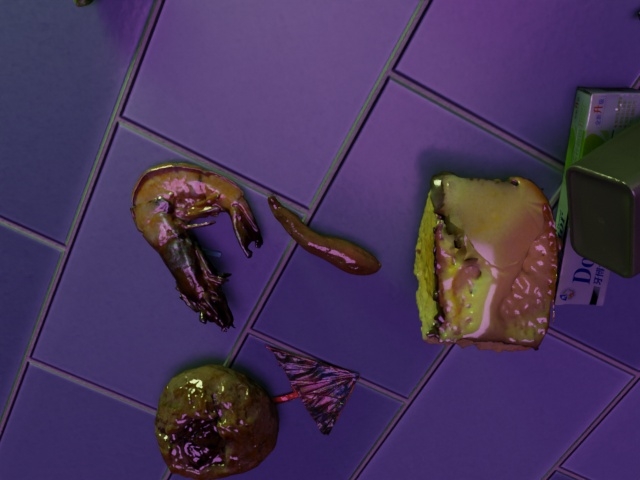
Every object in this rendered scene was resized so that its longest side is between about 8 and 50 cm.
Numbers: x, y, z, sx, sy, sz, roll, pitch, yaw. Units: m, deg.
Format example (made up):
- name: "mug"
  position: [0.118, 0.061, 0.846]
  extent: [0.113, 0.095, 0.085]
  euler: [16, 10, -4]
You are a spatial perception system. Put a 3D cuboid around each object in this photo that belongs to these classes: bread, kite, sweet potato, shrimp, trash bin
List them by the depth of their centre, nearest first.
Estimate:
- name: "trash bin"
  position: [0.459, -0.076, 0.765]
  extent: [0.240, 0.122, 0.164]
  euler: [-30, 124, -13]
- name: "bread"
  position: [0.250, 0.033, 0.872]
  extent: [0.204, 0.162, 0.262]
  euler: [5, 91, 1]
- name: "shrimp"
  position: [-0.175, 0.002, 0.917]
  extent: [0.178, 0.075, 0.289]
  euler: [-30, 93, 9]
- name: "sweet potato"
  position: [0.000, 0.000, 0.924]
  extent: [0.214, 0.050, 0.050]
  euler: [30, 111, -8]
- name: "bread"
  position: [-0.192, 0.337, 1.031]
  extent: [0.230, 0.123, 0.230]
  euler: [1, 116, 2]
- name: "kite"
  position: [-0.018, 0.271, 1.059]
  extent: [0.189, 0.009, 0.232]
  euler: [-21, 111, 12]

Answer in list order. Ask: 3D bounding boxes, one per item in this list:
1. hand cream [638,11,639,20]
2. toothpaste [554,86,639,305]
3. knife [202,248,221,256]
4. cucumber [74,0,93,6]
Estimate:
- name: "hand cream"
  position: [0.538, -0.237, 0.805]
  extent: [0.084, 0.050, 0.257]
  euler: [-34, 101, 13]
- name: "toothpaste"
  position: [0.414, -0.059, 0.875]
  extent: [0.081, 0.067, 0.336]
  euler: [1, 113, 4]
- name: "knife"
  position: [-0.210, 0.014, 0.956]
  extent: [0.091, 0.005, 0.014]
  euler: [11, 114, -2]
- name: "cucumber"
  position: [-0.299, -0.388, 0.770]
  extent: [0.037, 0.037, 0.155]
  euler: [23, 113, -8]
